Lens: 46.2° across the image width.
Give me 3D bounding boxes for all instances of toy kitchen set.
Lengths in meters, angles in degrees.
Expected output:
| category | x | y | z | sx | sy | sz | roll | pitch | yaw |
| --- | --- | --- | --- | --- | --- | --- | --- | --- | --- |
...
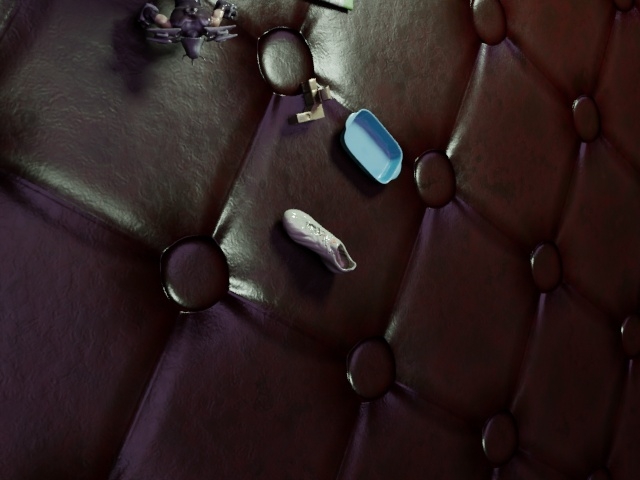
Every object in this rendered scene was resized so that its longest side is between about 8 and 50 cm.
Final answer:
| category | x | y | z | sx | sy | sz | roll | pitch | yaw |
| --- | --- | --- | --- | --- | --- | --- | --- | --- | --- |
| toy kitchen set | -0.026 | -0.296 | 1.587 | 0.075 | 0.068 | 0.083 | -20 | 99 | -37 |

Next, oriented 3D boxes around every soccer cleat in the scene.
| category | x | y | z | sx | sy | sz | roll | pitch | yaw |
| --- | --- | --- | --- | --- | --- | --- | --- | --- | --- |
| soccer cleat | 0.000 | 0.000 | 1.585 | 0.196 | 0.076 | 0.068 | 44 | 63 | -27 |

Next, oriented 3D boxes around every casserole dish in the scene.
| category | x | y | z | sx | sy | sz | roll | pitch | yaw |
| --- | --- | --- | --- | --- | --- | --- | --- | --- | --- |
| casserole dish | 0.112 | -0.211 | 1.710 | 0.188 | 0.037 | 0.114 | 45 | 62 | -28 |

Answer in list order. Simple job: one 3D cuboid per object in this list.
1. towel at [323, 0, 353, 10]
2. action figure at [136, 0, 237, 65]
| category | x | y | z | sx | sy | sz | roll | pitch | yaw |
| --- | --- | --- | --- | --- | --- | --- | --- | --- | --- |
| towel | 0.013 | -0.583 | 1.667 | 0.152 | 0.023 | 0.113 | 7 | 86 | -39 |
| action figure | -0.248 | -0.460 | 1.392 | 0.185 | 0.099 | 0.285 | -5 | 82 | -24 |
